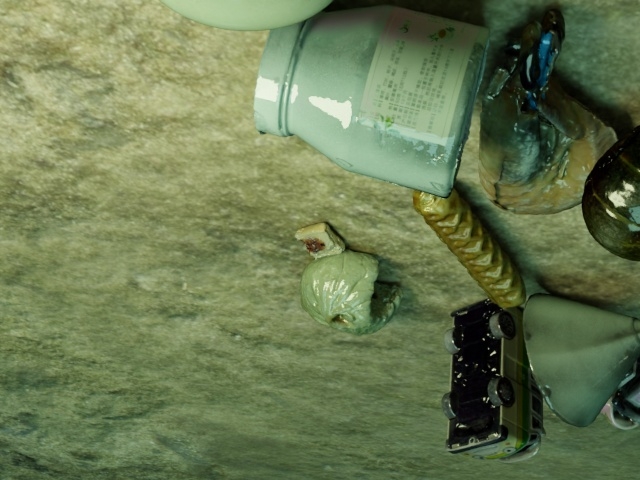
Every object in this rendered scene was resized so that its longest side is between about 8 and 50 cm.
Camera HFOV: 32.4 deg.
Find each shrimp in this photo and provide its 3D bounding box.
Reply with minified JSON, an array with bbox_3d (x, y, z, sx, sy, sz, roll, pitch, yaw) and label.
[{"bbox_3d":[0.343,-0.167,1.672,0.221,0.110,0.445,-5,148,11],"label":"shrimp"}]

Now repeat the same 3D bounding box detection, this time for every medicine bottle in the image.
[{"bbox_3d":[0.071,-0.208,1.544,0.290,0.245,0.245,14,147,8],"label":"medicine bottle"}]

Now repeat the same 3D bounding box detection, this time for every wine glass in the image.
[{"bbox_3d":[0.597,0.155,1.958,0.406,0.267,0.267,-25,134,35],"label":"wine glass"}]

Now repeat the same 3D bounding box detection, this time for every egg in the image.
[{"bbox_3d":[-0.096,-0.366,1.386,0.283,0.203,0.203,4,146,12],"label":"egg"}]

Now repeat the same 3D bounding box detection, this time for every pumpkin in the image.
[{"bbox_3d":[0.496,-0.081,1.663,0.238,0.159,0.238,-28,142,-25],"label":"pumpkin"}]

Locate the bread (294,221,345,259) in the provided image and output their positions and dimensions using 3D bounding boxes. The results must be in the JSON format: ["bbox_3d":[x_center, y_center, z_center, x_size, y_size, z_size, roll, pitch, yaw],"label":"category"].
[{"bbox_3d":[0.000,0.000,2.058,0.070,0.035,0.083,-11,138,26],"label":"bread"}]

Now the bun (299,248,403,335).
[{"bbox_3d":[0.058,0.115,2.134,0.213,0.126,0.204,26,145,-24],"label":"bun"}]

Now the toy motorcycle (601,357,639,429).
[{"bbox_3d":[0.650,0.259,2.142,0.143,0.188,0.327,32,141,-19],"label":"toy motorcycle"}]

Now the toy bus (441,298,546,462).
[{"bbox_3d":[0.345,0.283,2.151,0.179,0.305,0.143,32,140,-34],"label":"toy bus"}]

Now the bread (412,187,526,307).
[{"bbox_3d":[0.272,0.011,1.968,0.077,0.084,0.367,-42,131,1],"label":"bread"}]
